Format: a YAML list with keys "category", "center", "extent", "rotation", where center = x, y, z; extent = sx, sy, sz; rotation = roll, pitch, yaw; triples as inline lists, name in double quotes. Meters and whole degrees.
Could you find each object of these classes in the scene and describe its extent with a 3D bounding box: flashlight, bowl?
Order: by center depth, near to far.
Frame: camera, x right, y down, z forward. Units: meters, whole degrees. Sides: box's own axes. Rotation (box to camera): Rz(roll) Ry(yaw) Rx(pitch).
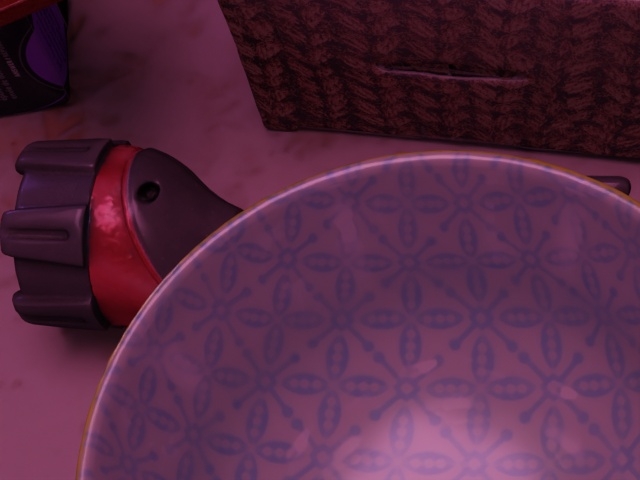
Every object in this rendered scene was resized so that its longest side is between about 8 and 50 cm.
- category: "bowl"
  center: [0.054, 0.123, 0.771]
  extent: [0.289, 0.156, 0.289]
  rotation: [-5, 60, 9]
- category: "flashlight"
  center: [0.000, 0.000, 0.891]
  extent: [0.304, 0.103, 0.103]
  rotation: [1, 57, 14]

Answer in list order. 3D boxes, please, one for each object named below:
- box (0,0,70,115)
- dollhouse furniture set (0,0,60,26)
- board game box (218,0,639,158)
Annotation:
- category: "box"
  center: [-0.291, -0.152, 1.002]
  extent: [0.270, 0.165, 0.143]
  rotation: [-10, 60, 5]
- category: "dollhouse furniture set"
  center: [-0.050, -0.267, 0.819]
  extent: [0.374, 0.201, 0.152]
  rotation: [-24, 61, -5]
- category: "board game box"
  center: [0.098, -0.207, 0.968]
  extent: [0.232, 0.141, 0.291]
  rotation: [6, 61, 15]
